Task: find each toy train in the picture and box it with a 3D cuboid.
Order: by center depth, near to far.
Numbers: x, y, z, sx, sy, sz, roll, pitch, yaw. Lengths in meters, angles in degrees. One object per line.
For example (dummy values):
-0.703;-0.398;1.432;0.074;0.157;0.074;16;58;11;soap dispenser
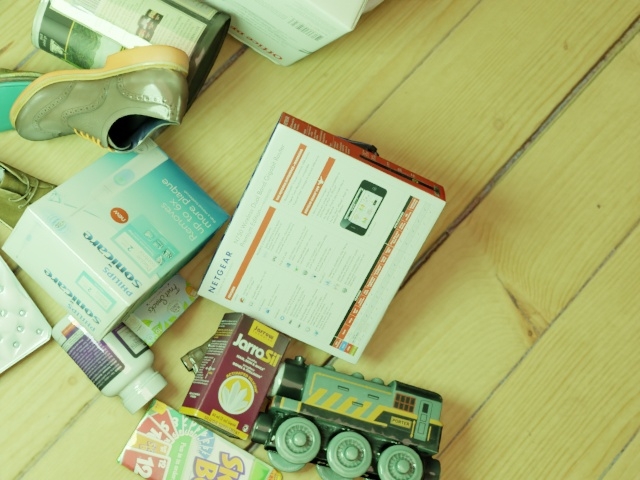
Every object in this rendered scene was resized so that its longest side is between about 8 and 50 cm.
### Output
0.052;0.315;1.775;0.334;0.142;0.190;16;67;-4;toy train

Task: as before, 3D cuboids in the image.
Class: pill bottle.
-0.345;0.191;1.738;0.108;0.108;0.193;-41;89;-12;pill bottle

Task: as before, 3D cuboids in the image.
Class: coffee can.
-0.318;-0.355;1.780;0.275;0.201;0.201;27;78;-3;coffee can

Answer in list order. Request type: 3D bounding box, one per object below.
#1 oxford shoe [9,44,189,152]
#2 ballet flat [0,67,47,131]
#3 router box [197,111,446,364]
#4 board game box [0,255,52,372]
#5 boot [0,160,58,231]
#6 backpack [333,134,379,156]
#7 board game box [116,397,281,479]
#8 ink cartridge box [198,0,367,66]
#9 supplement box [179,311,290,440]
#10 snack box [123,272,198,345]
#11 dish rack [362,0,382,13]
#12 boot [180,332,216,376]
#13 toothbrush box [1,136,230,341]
-0.364;-0.201;1.674;0.364;0.130;0.132;-14;75;34;oxford shoe
-0.612;-0.226;1.768;0.349;0.123;0.123;-24;86;-13;ballet flat
0.000;0.000;1.746;0.301;0.082;0.335;26;110;-7;router box
-0.704;0.105;1.687;0.390;0.050;0.390;-35;100;-12;board game box
-0.493;-0.066;1.753;0.305;0.115;0.112;24;75;-7;boot
0.009;-0.095;1.833;0.158;0.117;0.173;14;84;-6;backpack
-0.201;0.384;1.770;0.259;0.039;0.124;31;79;-6;board game box
-0.066;-0.419;1.769;0.207;0.283;0.117;30;75;-20;ink cartridge box
-0.142;0.225;1.750;0.104;0.081;0.188;31;73;-22;supplement box
-0.278;0.100;1.759;0.100;0.037;0.141;42;38;-2;snack box
0.050;-0.595;1.942;0.285;0.072;0.333;-39;89;-12;dish rack
-0.167;0.209;1.802;0.114;0.037;0.106;-35;90;-17;boot
-0.324;-0.014;1.692;0.216;0.126;0.295;45;42;0;toothbrush box
